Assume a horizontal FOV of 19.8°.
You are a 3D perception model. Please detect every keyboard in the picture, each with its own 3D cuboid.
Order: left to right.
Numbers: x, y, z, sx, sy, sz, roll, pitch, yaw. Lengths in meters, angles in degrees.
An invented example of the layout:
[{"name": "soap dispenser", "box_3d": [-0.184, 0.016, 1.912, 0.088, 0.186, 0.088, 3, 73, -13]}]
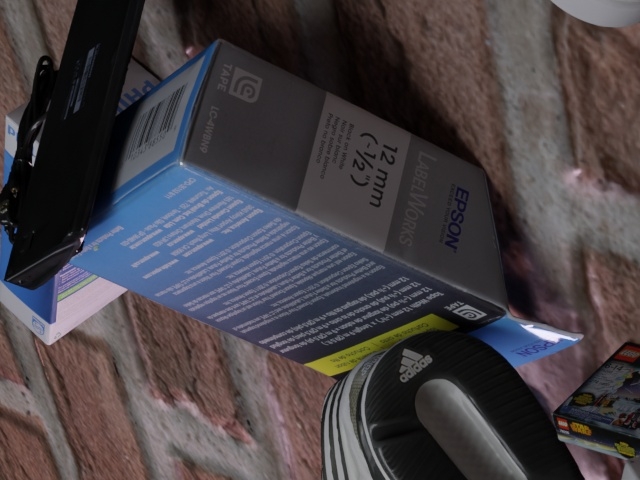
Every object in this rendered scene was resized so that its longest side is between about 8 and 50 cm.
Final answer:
[{"name": "keyboard", "box_3d": [-0.192, -0.108, 1.438, 0.033, 0.317, 0.201, 25, 153, -26]}]

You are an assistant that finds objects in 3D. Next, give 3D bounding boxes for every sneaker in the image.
[{"name": "sneaker", "box_3d": [0.155, 0.272, 1.448, 0.447, 0.169, 0.257, 58, 162, -2]}]

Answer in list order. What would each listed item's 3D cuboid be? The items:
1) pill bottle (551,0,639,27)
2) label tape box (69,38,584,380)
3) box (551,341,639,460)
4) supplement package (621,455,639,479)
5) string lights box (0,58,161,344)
[{"name": "pill bottle", "box_3d": [0.195, -0.214, 1.000, 0.121, 0.121, 0.216, 46, 146, 10]}, {"name": "label tape box", "box_3d": [0.000, 0.000, 1.410, 0.347, 0.115, 0.249, 23, 154, -23]}, {"name": "box", "box_3d": [0.244, 0.119, 1.277, 0.137, 0.094, 0.027, 12, 130, 44]}, {"name": "supplement package", "box_3d": [0.306, 0.276, 1.186, 0.199, 0.198, 0.263, -118, 23, -44]}, {"name": "string lights box", "box_3d": [-0.214, -0.035, 1.648, 0.077, 0.133, 0.260, 39, 144, 20]}]
